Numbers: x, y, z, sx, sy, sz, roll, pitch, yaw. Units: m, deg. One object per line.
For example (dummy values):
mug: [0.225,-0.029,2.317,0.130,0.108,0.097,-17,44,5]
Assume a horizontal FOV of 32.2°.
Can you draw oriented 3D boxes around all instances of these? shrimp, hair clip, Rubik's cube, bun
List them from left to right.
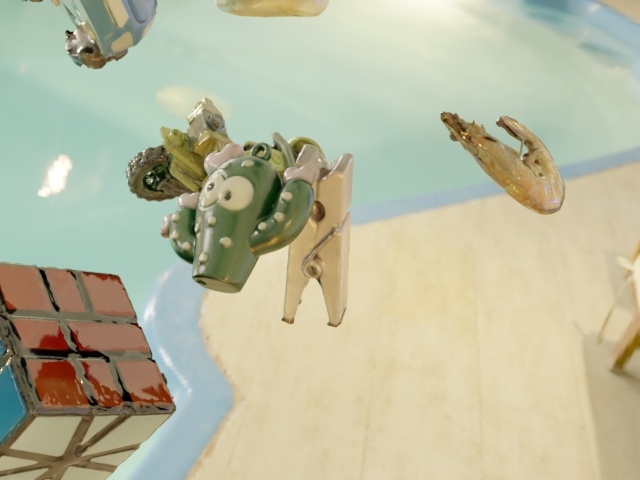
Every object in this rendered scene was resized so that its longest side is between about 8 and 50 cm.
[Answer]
Rubik's cube: [-0.440,0.228,1.713,0.293,0.288,0.283,10,43,-46]
bun: [-0.075,-0.401,1.735,0.183,0.102,0.183,2,11,0]
hair clip: [-0.002,0.002,1.790,0.101,0.331,0.085,15,42,13]
shrimp: [0.275,-0.133,1.648,0.251,0.052,0.143,37,45,-26]

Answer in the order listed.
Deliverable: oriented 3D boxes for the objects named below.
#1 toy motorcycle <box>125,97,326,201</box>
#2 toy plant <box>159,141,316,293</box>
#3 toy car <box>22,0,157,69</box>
toy motorcycle: [-0.152,-0.121,2.065,0.410,0.237,0.169,14,42,-40]
toy plant: [-0.126,-0.043,1.680,0.232,0.243,0.112,35,-4,37]
toy car: [-0.259,-0.329,1.183,0.166,0.198,0.314,-34,51,-11]
